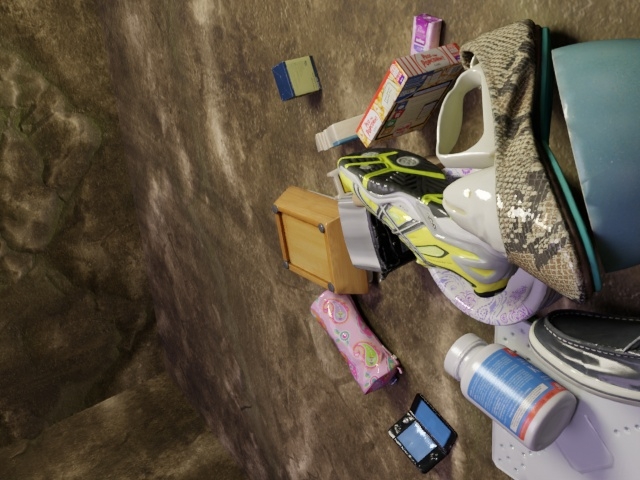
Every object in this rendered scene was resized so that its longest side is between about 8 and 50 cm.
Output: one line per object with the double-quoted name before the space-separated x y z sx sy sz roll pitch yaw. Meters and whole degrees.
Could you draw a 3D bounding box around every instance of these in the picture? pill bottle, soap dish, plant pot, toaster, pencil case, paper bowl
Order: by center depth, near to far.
"plant pot" 0.416 -0.120 0.811 0.195 0.290 0.290 -13 100 24
"paper bowl" 0.310 -0.011 1.136 0.284 0.148 0.284 38 140 42
"pill bottle" 0.334 0.264 1.205 0.221 0.124 0.124 37 139 42
"toaster" 0.136 -0.029 1.373 0.110 0.185 0.168 2 111 53
"soap dish" 0.000 0.000 1.680 0.291 0.118 0.229 23 129 52
"pencil case" 0.090 0.254 1.712 0.284 0.124 0.124 54 148 21

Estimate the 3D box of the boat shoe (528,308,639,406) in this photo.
"boat shoe" 0.512 0.146 0.889 0.500 0.186 0.156 10 113 51

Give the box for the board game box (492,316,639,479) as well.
"board game box" 0.480 0.354 1.203 0.390 0.050 0.390 28 132 49

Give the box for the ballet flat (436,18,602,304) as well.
"ballet flat" 0.251 -0.114 0.915 0.164 0.182 0.483 59 -152 -49

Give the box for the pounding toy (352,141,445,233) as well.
"pounding toy" 0.166 -0.098 1.252 0.094 0.206 0.181 13 120 55

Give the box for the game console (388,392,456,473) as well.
"game console" 0.246 0.473 1.635 0.144 0.124 0.085 46 170 34

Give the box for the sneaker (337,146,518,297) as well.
"sneaker" 0.155 -0.037 1.083 0.384 0.145 0.147 39 138 43

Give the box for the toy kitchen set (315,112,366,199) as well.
"toy kitchen set" 0.085 -0.181 1.459 0.207 0.122 0.166 -168 58 -79

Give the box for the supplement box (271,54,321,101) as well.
"supplement box" -0.055 -0.377 1.550 0.056 0.083 0.083 -3 107 59

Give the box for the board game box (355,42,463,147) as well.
"board game box" 0.162 -0.260 1.211 0.045 0.146 0.193 57 148 17

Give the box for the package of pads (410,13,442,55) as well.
"package of pads" 0.191 -0.364 1.209 0.050 0.032 0.083 36 138 38
